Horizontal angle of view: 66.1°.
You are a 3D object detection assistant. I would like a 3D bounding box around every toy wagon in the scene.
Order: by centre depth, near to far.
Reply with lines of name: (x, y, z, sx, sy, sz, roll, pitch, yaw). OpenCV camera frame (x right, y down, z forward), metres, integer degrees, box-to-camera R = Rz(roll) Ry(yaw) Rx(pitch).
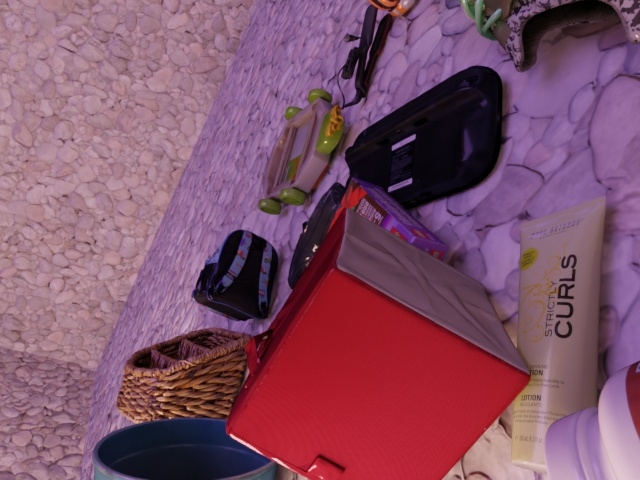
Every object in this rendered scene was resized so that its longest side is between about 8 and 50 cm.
toy wagon: (-0.035, -0.201, 1.094, 0.344, 0.068, 0.266, -12, 60, 59)

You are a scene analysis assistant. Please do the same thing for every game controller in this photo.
game controller: (0.135, -0.129, 0.736, 0.319, 0.067, 0.166, -18, 69, 58)

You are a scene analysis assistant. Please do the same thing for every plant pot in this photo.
plant pot: (-0.204, 0.432, 0.735, 0.272, 0.272, 0.254, -2, 83, 62)

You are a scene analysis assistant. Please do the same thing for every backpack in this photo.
backpack: (-0.175, 0.071, 1.051, 0.117, 0.158, 0.173, -17, 53, 50)

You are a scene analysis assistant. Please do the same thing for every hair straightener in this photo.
hair straightener: (0.073, -0.376, 0.993, 0.047, 0.089, 0.230, 13, 82, 62)

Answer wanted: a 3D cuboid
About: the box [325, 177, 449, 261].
box: (0.043, 0.082, 0.689, 0.293, 0.057, 0.201, -67, 28, 19)

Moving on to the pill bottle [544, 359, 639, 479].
pill bottle: (0.240, 0.107, 0.262, 0.216, 0.121, 0.121, -46, 34, 39)

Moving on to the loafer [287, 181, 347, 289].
loafer: (0.000, 0.000, 0.833, 0.223, 0.076, 0.078, -59, 43, 38)

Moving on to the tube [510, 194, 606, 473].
tube: (0.205, 0.076, 0.432, 0.070, 0.062, 0.239, 5, 64, 22)

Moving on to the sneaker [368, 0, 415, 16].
sneaker: (0.148, -0.608, 0.916, 0.320, 0.180, 0.125, -67, 22, 2)

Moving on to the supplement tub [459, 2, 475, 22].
supplement tub: (0.230, -0.371, 0.709, 0.071, 0.071, 0.107, -45, 34, 39)

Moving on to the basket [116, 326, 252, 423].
basket: (-0.316, 0.283, 1.093, 0.299, 0.214, 0.222, -7, 65, 61)

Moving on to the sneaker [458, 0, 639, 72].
sneaker: (0.207, -0.287, 0.551, 0.410, 0.158, 0.181, 26, 113, 51)

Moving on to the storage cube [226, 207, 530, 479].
storage cube: (0.049, 0.109, 0.490, 0.193, 0.215, 0.183, -58, 4, 19)
